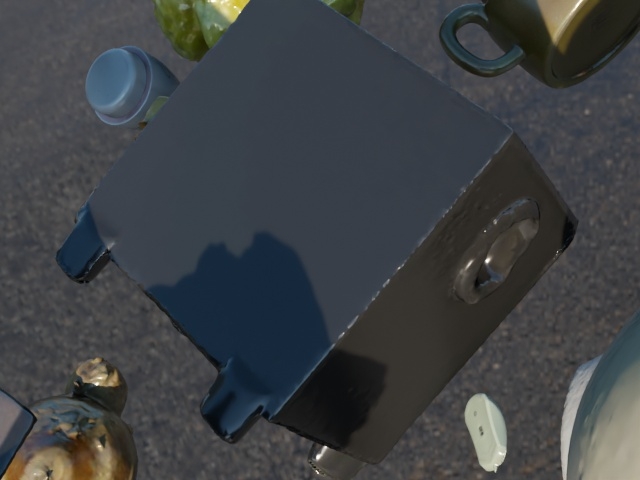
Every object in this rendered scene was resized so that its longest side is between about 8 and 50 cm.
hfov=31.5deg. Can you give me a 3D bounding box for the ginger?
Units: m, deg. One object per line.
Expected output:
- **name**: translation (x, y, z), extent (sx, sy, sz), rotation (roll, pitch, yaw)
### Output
- **ginger**: translation (-0.285, 0.301, 1.180), extent (0.176, 0.256, 0.375), rotation (17, 74, 5)

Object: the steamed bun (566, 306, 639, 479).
- **steamed bun**: translation (0.276, 0.157, 0.470), extent (0.375, 0.241, 0.374), rotation (16, 11, -3)

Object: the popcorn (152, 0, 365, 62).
- **popcorn**: translation (-0.060, -0.314, 1.277), extent (0.286, 0.252, 0.215), rotation (-33, 35, 3)

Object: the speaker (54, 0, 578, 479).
- **speaker**: translation (0.000, 0.000, 0.774), extent (0.232, 0.184, 0.254), rotation (40, 91, 32)

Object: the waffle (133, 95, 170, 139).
- **waffle**: translation (-0.053, -0.032, 1.203), extent (0.224, 0.327, 0.098), rotation (10, 72, 14)

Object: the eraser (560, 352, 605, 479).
- **eraser**: translation (0.311, 0.142, 0.926), extent (0.095, 0.270, 0.174), rotation (18, 58, -18)

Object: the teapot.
- **teapot**: translation (0.240, -0.276, 1.222), extent (0.268, 0.185, 0.175), rotation (-37, 63, -10)

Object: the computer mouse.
- **computer mouse**: translation (0.220, 0.250, 1.464), extent (0.032, 0.056, 0.110), rotation (9, 48, -27)

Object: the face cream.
- **face cream**: translation (-0.208, -0.168, 1.275), extent (0.091, 0.095, 0.091), rotation (-8, 75, 33)

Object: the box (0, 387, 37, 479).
- **box**: translation (-0.303, 0.102, 0.548), extent (0.153, 0.252, 0.188), rotation (-40, 19, 44)
